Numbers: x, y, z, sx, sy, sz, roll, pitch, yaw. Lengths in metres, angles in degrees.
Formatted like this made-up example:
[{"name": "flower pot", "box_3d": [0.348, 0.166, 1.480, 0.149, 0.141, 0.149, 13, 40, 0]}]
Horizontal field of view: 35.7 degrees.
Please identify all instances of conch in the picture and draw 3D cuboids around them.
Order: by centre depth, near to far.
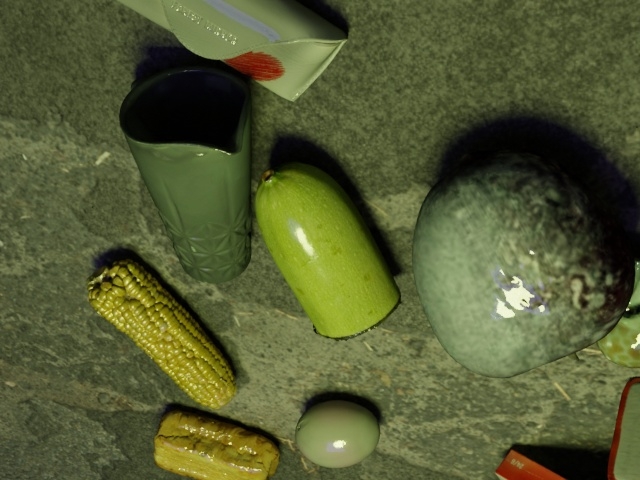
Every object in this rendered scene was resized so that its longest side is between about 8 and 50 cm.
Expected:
[{"name": "conch", "box_3d": [0.397, 0.095, 1.241, 0.116, 0.106, 0.173, 7, 112, 42]}]

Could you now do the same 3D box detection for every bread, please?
[{"name": "bread", "box_3d": [-0.174, 0.353, 1.655, 0.211, 0.083, 0.114, 18, 135, 6]}]

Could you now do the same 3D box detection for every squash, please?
[{"name": "squash", "box_3d": [0.000, 0.000, 1.291, 0.132, 0.132, 0.247, -13, 120, 28]}]

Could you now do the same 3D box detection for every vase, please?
[{"name": "vase", "box_3d": [-0.159, -0.081, 1.270, 0.251, 0.156, 0.301, 44, 155, 33]}]

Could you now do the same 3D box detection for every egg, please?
[{"name": "egg", "box_3d": [0.026, 0.297, 1.526, 0.135, 0.103, 0.103, -7, 124, 23]}]

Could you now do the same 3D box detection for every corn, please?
[{"name": "corn", "box_3d": [-0.233, 0.147, 1.507, 0.101, 0.101, 0.292, -26, 113, 33]}]

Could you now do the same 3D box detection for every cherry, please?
[{"name": "cherry", "box_3d": [0.235, 0.034, 1.178, 0.255, 0.218, 0.296, -25, 101, 37]}]

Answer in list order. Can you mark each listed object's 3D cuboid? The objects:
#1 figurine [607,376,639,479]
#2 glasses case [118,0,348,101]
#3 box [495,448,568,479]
[{"name": "figurine", "box_3d": [0.486, 0.333, 1.344, 0.160, 0.183, 0.226, 4, 133, 26]}, {"name": "glasses case", "box_3d": [-0.127, -0.268, 1.157, 0.308, 0.083, 0.128, 30, 130, -4]}, {"name": "box", "box_3d": [0.359, 0.388, 1.421, 0.123, 0.050, 0.229, 48, 167, -27]}]
